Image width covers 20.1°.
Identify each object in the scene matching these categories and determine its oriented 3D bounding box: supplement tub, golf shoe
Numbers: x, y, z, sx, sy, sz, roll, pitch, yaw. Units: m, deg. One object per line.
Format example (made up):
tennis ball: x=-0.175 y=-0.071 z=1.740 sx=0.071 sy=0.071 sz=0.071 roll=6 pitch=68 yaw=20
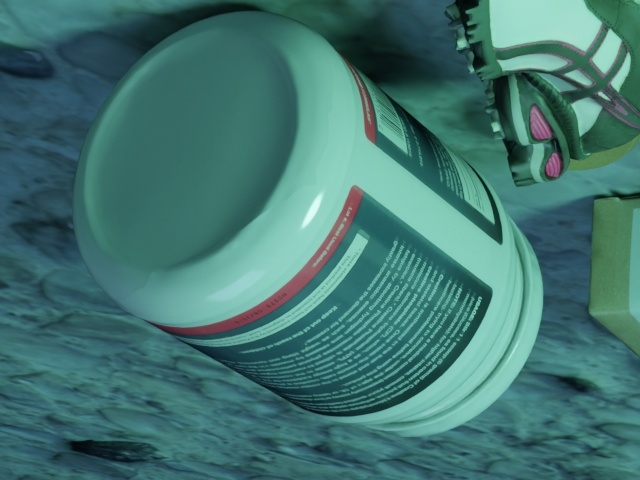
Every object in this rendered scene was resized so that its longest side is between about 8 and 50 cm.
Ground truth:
supplement tub: x=0.000 y=0.000 z=1.097 sx=0.191 sy=0.191 sz=0.272 roll=-8 pitch=153 yaw=33
golf shoe: x=0.122 y=-0.125 z=0.910 sx=0.120 sy=0.105 sz=0.273 roll=-17 pitch=157 yaw=11

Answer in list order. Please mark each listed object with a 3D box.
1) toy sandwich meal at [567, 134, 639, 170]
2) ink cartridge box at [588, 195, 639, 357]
toy sandwich meal: x=0.153 y=-0.072 z=1.092 sx=0.085 sy=0.029 sz=0.085 roll=2 pitch=147 yaw=2
ink cartridge box: x=0.322 y=0.034 z=1.216 sx=0.234 sy=0.088 sz=0.193 roll=-6 pitch=155 yaw=32
